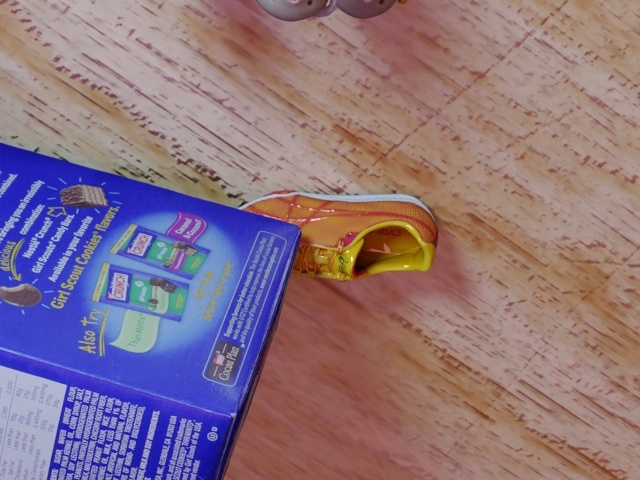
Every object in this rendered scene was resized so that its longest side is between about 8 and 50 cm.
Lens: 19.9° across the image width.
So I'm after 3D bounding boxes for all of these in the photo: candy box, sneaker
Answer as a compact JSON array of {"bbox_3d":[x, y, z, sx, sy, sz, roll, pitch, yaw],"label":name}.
[{"bbox_3d":[-0.195,0.049,1.247,0.317,0.268,0.122,17,118,1],"label":"candy box"},{"bbox_3d":[0.000,0.000,1.364,0.175,0.067,0.064,-7,123,5],"label":"sneaker"}]

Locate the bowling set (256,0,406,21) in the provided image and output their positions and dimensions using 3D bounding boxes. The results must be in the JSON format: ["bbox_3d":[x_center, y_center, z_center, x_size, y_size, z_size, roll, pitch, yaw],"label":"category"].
[{"bbox_3d":[-0.069,-0.201,1.173,0.287,0.200,0.154,11,122,-3],"label":"bowling set"}]
